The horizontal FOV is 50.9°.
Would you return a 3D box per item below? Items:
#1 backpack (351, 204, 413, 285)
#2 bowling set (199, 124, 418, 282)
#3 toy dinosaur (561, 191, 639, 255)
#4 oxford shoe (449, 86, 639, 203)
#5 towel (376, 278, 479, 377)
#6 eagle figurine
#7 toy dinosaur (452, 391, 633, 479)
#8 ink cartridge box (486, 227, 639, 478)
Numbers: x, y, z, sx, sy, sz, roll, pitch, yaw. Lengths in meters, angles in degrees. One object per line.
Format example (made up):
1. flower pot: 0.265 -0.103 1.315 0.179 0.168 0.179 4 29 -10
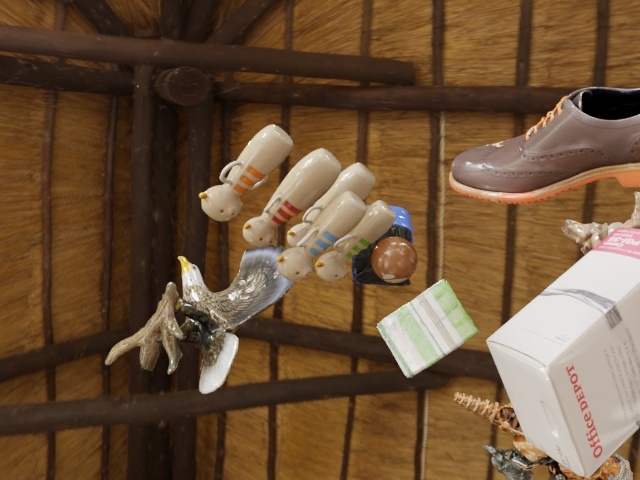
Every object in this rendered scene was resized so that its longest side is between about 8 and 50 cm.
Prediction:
1. backpack: 0.094 -0.001 1.057 0.098 0.101 0.120 -1 -50 -1
2. bowling set: 0.000 0.000 0.799 0.154 0.200 0.287 -45 -27 18
3. toy dinosaur: 0.593 0.045 1.322 0.127 0.295 0.200 -12 -36 4
4. oxford shoe: 0.247 -0.106 0.681 0.098 0.271 0.097 58 -137 -28
5. towel: 0.184 0.153 1.161 0.152 0.023 0.113 -38 -109 20
6. eagle figurine: -0.168 0.118 1.116 0.298 0.226 0.225 2 -92 -58
7. toy dinosaur: 0.413 0.366 1.269 0.164 0.218 0.322 -39 -104 -19
8. ink cartridge box: 0.387 0.146 0.921 0.283 0.117 0.207 -34 -65 -18
